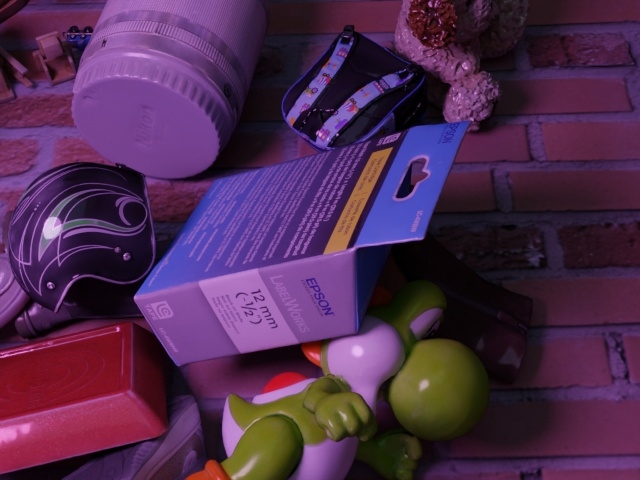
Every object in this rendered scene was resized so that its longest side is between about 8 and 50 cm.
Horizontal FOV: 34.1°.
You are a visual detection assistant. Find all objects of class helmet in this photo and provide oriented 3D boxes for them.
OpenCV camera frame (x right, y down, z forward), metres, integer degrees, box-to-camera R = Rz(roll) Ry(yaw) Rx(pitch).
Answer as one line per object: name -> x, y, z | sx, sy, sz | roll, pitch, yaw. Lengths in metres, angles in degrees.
helmet -> -0.276, -0.005, 1.193 | 0.162, 0.169, 0.169 | -6, 54, -13

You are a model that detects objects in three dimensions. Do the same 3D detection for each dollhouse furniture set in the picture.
dollhouse furniture set -> -0.449, -0.303, 1.477 | 0.161, 0.182, 0.101 | -21, 56, -12

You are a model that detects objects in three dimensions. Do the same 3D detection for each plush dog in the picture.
plush dog -> 0.171, -0.313, 1.433 | 0.211, 0.225, 0.262 | 16, 57, 13

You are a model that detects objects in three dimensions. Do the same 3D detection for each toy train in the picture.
toy train -> -0.311, -0.302, 1.568 | 0.158, 0.027, 0.036 | 2, 65, 3

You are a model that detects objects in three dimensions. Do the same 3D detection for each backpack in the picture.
backpack -> 0.042, -0.178, 1.408 | 0.158, 0.117, 0.173 | 35, 72, 25

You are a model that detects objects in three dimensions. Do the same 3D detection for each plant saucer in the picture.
plant saucer -> -0.300, 0.163, 1.128 | 0.259, 0.047, 0.258 | -12, 18, -6

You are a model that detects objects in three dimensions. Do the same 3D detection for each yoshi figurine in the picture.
yoshi figurine -> 0.040, 0.202, 1.080 | 0.362, 0.203, 0.203 | -45, 107, -18

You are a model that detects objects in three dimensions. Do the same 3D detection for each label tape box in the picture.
label tape box -> 0.000, 0.000, 1.160 | 0.348, 0.115, 0.249 | -11, 30, 27

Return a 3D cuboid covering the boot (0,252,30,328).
boot -> -0.468, 0.075, 1.205 | 0.258, 0.123, 0.095 | -27, 65, 2

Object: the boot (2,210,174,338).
boot -> -0.280, 0.025, 1.300 | 0.209, 0.076, 0.189 | -16, 69, -1

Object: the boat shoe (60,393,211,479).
boat shoe -> -0.200, 0.267, 1.024 | 0.118, 0.103, 0.320 | -15, 15, 24

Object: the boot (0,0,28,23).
boot -> -0.564, -0.337, 1.550 | 0.112, 0.115, 0.305 | 26, 60, 17

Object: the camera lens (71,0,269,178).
camera lens -> -0.197, -0.249, 1.405 | 0.220, 0.219, 0.274 | 8, 55, 8

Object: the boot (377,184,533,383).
boot -> 0.157, 0.049, 1.278 | 0.207, 0.090, 0.248 | 16, 54, -1
